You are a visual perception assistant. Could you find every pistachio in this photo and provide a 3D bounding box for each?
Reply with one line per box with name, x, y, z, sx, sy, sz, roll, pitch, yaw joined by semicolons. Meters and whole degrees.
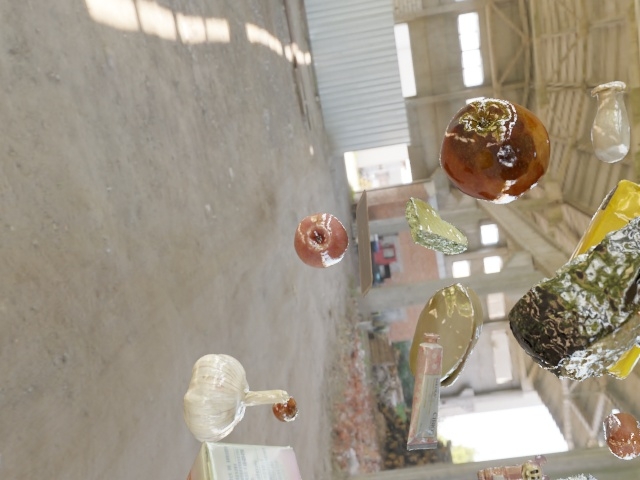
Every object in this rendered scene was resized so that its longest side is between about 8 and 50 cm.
pistachio;0.336;0.249;1.659;0.197;0.166;0.288;33;-66;62

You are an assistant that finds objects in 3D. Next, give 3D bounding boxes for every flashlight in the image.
flashlight;0.304;0.369;1.006;0.031;0.110;0.052;-11;90;-79

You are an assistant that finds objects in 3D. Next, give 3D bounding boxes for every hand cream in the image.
hand cream;0.194;0.276;1.164;0.043;0.067;0.210;2;-92;62

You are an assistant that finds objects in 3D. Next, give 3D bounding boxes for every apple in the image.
apple;0.000;0.000;1.744;0.120;0.153;0.154;11;71;-86
apple;0.365;-0.193;1.334;0.230;0.229;0.230;-8;90;-85

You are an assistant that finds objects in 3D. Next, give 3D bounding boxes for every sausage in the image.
sausage;0.668;0.427;1.404;0.194;0.077;0.077;-8;89;-68

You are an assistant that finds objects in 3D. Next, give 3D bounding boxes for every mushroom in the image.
mushroom;0.759;-0.311;1.663;0.097;0.088;0.213;-129;-138;-89

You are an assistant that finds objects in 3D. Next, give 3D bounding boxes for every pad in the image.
pad;0.116;0.010;1.698;0.176;0.002;0.267;108;-20;-73

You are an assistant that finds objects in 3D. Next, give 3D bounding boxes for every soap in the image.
soap;-0.104;0.386;0.793;0.182;0.138;0.199;-66;-155;23

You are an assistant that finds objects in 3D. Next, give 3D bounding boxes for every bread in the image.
bread;0.338;-0.030;1.945;0.172;0.232;0.064;-32;158;-51

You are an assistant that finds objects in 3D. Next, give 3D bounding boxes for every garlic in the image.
garlic;-0.182;0.355;1.418;0.199;0.225;0.199;5;90;-87

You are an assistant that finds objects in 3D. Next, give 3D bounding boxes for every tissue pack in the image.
tissue pack;0.668;0.091;1.428;0.382;0.228;0.293;-63;158;4

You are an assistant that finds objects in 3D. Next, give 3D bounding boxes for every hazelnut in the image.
hazelnut;-0.108;0.522;1.977;0.086;0.086;0.086;-8;90;-85

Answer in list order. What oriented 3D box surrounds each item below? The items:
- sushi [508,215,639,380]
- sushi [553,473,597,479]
sushi;0.502;0.106;1.109;0.171;0.350;0.211;53;-15;29
sushi;0.656;0.676;1.654;0.264;0.289;0.050;-139;-135;-73
